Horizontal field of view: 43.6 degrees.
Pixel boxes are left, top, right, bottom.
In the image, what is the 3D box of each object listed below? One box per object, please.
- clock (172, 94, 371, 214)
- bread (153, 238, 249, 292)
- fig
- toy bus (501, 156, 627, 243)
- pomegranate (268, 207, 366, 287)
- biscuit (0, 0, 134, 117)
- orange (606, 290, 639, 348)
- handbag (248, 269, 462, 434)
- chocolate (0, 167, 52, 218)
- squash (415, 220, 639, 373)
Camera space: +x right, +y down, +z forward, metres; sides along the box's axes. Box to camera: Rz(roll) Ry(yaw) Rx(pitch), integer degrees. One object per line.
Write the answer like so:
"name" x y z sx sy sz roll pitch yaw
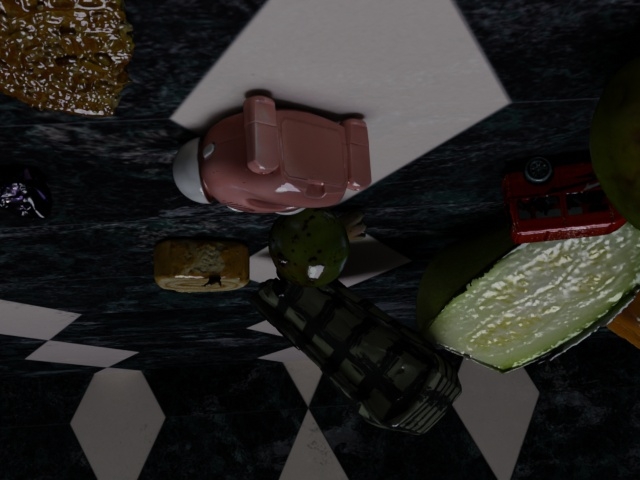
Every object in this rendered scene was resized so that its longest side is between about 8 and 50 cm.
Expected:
"clock" -0.050 -0.068 0.802 0.165 0.093 0.162 6 165 -36
"bread" -0.182 0.045 1.224 0.149 0.073 0.122 2 166 -19
"fig" 0.324 -0.087 0.684 0.180 0.181 0.191 -9 -174 20
"toy bus" 0.318 -0.052 0.952 0.195 0.090 0.081 -7 165 9
"pomegranate" 0.000 0.000 1.065 0.142 0.115 0.114 -25 177 -31
"biscuit" -0.207 -0.140 0.609 0.125 0.025 0.206 0 164 -15
"orange" 0.523 0.065 1.275 0.249 0.183 0.249 38 180 0
"handbag" 0.067 0.177 1.344 0.162 0.327 0.325 -48 158 -1
"chocolate" -0.363 -0.054 0.858 0.147 0.070 0.072 -5 159 -38
"squash" 0.328 0.068 1.163 0.233 0.210 0.309 27 159 -24
